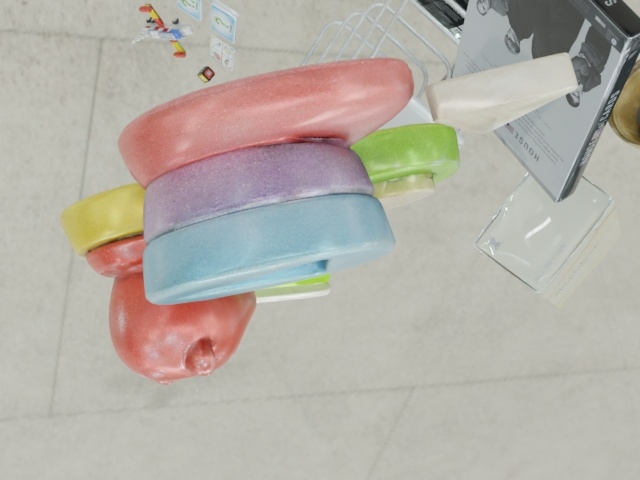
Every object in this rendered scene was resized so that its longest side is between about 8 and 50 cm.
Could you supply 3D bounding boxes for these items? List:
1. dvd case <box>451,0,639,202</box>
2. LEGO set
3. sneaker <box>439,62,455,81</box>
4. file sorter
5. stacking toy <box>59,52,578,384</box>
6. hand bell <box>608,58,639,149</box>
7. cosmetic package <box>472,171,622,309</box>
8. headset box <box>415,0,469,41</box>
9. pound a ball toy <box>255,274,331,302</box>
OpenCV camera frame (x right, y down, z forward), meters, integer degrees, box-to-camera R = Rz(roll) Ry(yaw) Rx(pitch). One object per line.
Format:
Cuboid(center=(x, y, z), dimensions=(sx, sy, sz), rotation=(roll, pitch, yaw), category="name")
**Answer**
Cuboid(center=(0.195, -0.164, 0.865), dimensions=(0.030, 0.179, 0.238), rotation=(-28, 155, -16), category="dvd case")
Cuboid(center=(-0.228, -0.346, 1.592), dimensions=(0.060, 0.182, 0.244), rotation=(-55, 176, -20), category="LEGO set")
Cuboid(center=(0.268, -0.246, 1.493), dimensions=(0.106, 0.267, 0.101), rotation=(-37, 101, -21), category="sneaker")
Cuboid(center=(0.104, -0.249, 1.437), dimensions=(0.193, 0.278, 0.173), rotation=(36, 75, -22), category="file sorter")
Cuboid(center=(0.000, 0.000, 0.593), dimensions=(0.280, 0.130, 0.309), rotation=(-11, 173, -22), category="stacking toy")
Cuboid(center=(0.371, -0.065, 0.940), dimensions=(0.126, 0.126, 0.242), rotation=(-31, 137, 7), category="hand bell")
Cuboid(center=(0.328, -0.003, 1.340), dimensions=(0.160, 0.113, 0.309), rotation=(-52, 161, 7), category="cosmetic package")
Cuboid(center=(0.223, -0.505, 1.547), dimensions=(0.131, 0.283, 0.246), rotation=(-13, 156, 34), category="headset box")
Cuboid(center=(-0.080, -0.032, 1.329), dimensions=(0.319, 0.135, 0.208), rotation=(-5, 129, -30), category="pound a ball toy")
